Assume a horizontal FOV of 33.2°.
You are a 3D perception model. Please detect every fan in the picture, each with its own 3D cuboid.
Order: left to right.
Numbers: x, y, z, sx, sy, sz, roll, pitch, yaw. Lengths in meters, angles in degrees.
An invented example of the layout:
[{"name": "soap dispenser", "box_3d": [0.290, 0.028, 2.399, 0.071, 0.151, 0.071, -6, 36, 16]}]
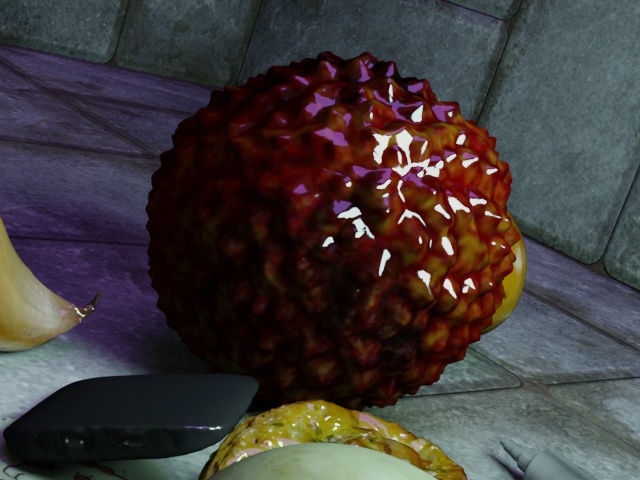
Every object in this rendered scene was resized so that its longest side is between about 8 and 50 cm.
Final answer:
[{"name": "fan", "box_3d": [-0.209, 0.219, 0.882, 0.191, 0.009, 0.329, 16, 11, -18]}]

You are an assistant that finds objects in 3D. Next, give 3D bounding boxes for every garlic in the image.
[{"name": "garlic", "box_3d": [-0.348, 0.054, 1.128, 0.115, 0.128, 0.206, -3, -37, 29]}]

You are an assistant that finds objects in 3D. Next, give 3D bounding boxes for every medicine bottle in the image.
[{"name": "medicine bottle", "box_3d": [0.272, 0.276, 1.207, 0.058, 0.057, 0.199, 8, 17, -38]}]

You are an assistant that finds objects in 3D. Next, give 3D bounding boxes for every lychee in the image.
[{"name": "lychee", "box_3d": [0.000, 0.000, 1.246, 0.425, 0.424, 0.500, 12, -24, -25]}]

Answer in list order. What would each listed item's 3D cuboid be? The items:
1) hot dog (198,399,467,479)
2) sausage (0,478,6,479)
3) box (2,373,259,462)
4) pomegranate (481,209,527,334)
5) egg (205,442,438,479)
[{"name": "hot dog", "box_3d": [0.011, 0.222, 0.935, 0.196, 0.122, 0.272, 23, 11, 42]}, {"name": "sausage", "box_3d": [-0.238, 0.231, 0.635, 0.083, 0.089, 0.300, 10, 15, -8]}, {"name": "box", "box_3d": [-0.166, 0.157, 0.981, 0.213, 0.042, 0.201, -4, 7, 11]}, {"name": "pomegranate", "box_3d": [0.184, 0.042, 1.619, 0.264, 0.264, 0.264, 18, 14, -4]}, {"name": "egg", "box_3d": [0.017, 0.238, 0.674, 0.295, 0.218, 0.218, 14, 13, -48]}]
